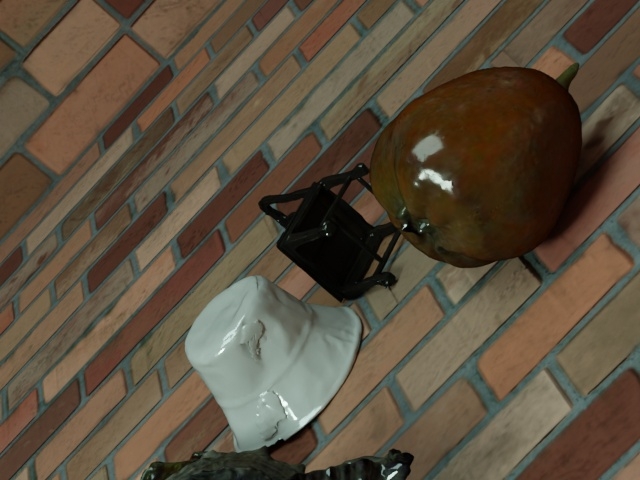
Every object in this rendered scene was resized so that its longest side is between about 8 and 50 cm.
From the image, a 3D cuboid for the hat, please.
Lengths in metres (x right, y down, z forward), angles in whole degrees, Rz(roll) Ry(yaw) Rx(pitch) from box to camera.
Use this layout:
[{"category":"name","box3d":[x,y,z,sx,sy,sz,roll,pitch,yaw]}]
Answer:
[{"category":"hat","box3d":[-0.064,0.117,1.953,0.203,0.126,0.203,-40,21,18]}]

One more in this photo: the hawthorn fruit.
[{"category":"hawthorn fruit","box3d":[0.173,-0.088,1.779,0.251,0.199,0.199,-43,19,-19]}]

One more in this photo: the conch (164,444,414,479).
[{"category":"conch","box3d":[-0.037,0.263,1.575,0.313,0.186,0.241,-26,25,23]}]

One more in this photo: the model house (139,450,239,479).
[{"category":"model house","box3d":[-0.117,0.282,1.828,0.152,0.106,0.165,-16,42,42]}]

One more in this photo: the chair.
[{"category":"chair","box3d":[0.000,0.000,2.051,0.229,0.106,0.113,-20,34,54]}]
